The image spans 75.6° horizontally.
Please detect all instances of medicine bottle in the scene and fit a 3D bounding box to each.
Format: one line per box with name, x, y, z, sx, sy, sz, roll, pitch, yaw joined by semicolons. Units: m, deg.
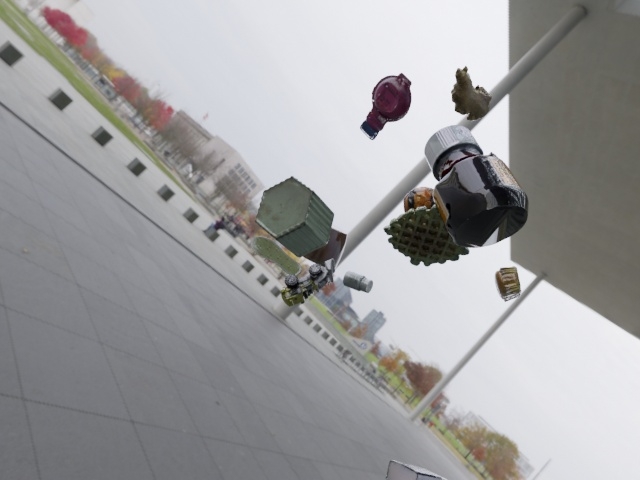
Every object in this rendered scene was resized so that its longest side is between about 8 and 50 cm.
medicine bottle;0.180;0.199;1.973;0.130;0.080;0.080;19;-20;31
medicine bottle;0.459;-0.188;1.272;0.242;0.242;0.395;53;24;-50

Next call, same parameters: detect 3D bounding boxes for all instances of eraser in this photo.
eraser;0.386;0.943;1.625;0.130;0.086;0.287;6;-23;45

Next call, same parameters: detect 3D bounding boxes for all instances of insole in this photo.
insole;-0.227;0.075;2.091;0.322;0.109;0.007;36;-24;17

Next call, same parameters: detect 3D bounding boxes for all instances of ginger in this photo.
ginger;0.566;-0.558;1.593;0.213;0.137;0.074;32;12;-31

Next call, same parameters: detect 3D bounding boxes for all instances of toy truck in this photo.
toy truck;-0.043;0.193;1.836;0.111;0.285;0.136;54;-16;37

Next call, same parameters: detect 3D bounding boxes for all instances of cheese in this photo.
cheese;0.225;-0.459;1.423;0.155;0.062;0.244;49;-50;14

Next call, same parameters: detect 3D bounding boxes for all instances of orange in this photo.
orange;0.608;-0.215;2.449;0.234;0.234;0.182;53;27;-50

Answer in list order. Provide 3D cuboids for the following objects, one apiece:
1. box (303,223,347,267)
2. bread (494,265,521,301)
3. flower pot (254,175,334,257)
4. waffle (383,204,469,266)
box;0.000;0.000;2.299;0.300;0.216;0.301;28;10;-5
bread;0.910;0.212;2.007;0.241;0.106;0.136;36;45;-62
flower pot;-0.086;-0.081;1.445;0.209;0.240;0.189;5;-21;28
waffle;0.412;-0.011;1.592;0.292;0.056;0.309;43;-43;-22
